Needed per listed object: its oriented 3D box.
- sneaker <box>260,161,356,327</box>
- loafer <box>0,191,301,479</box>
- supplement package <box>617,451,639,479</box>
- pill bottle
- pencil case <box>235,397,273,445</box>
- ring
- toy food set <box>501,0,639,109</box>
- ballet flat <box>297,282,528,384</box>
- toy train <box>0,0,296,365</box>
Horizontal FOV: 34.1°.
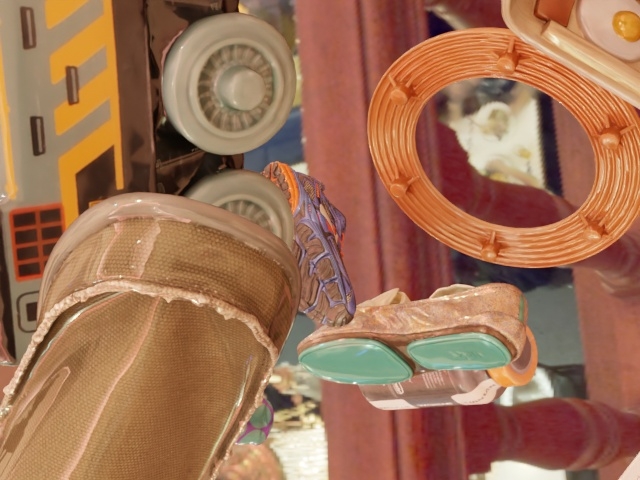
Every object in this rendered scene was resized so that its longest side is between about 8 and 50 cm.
[{"bbox_3d":[0.000,0.000,1.214,0.083,0.087,0.221,-47,53,41],"label":"sneaker"},{"bbox_3d":[-0.077,0.084,0.387,0.087,0.094,0.251,-87,20,-45],"label":"loafer"},{"bbox_3d":[0.392,0.224,0.823,0.263,0.198,0.199,37,79,25],"label":"supplement package"},{"bbox_3d":[0.175,0.164,1.442,0.246,0.130,0.130,-12,74,44],"label":"pill bottle"},{"bbox_3d":[-0.135,0.225,1.316,0.070,0.152,0.064,-2,80,53],"label":"pencil case"},{"bbox_3d":[0.208,-0.092,1.210,0.336,0.336,0.032,-5,37,35],"label":"ring"},{"bbox_3d":[0.323,-0.228,0.929,0.219,0.306,0.092,-65,8,-25],"label":"toy food set"},{"bbox_3d":[0.111,0.106,1.238,0.316,0.107,0.106,-8,44,39],"label":"ballet flat"},{"bbox_3d":[-0.120,-0.086,0.569,0.142,0.190,0.334,30,125,54],"label":"toy train"}]
